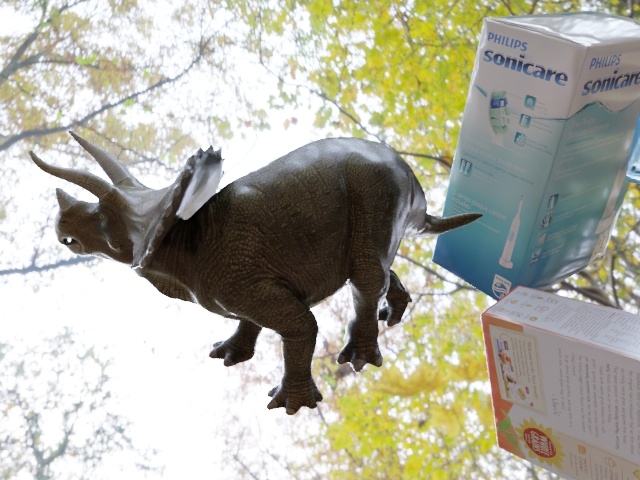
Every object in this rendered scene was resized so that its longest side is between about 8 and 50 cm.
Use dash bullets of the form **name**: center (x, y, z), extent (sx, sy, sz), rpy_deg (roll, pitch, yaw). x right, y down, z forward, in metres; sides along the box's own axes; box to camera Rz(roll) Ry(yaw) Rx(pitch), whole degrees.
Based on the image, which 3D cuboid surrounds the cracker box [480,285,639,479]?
- **cracker box**: center (0.253, 0.141, 0.530), extent (0.067, 0.232, 0.156), rpy_deg (-28, -63, -33)

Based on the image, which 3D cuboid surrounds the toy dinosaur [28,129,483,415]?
- **toy dinosaur**: center (0.000, 0.000, 0.406), extent (0.313, 0.121, 0.161), rpy_deg (-12, -68, -20)

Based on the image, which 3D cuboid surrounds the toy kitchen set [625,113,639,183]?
- **toy kitchen set**: center (0.203, -0.141, 0.411), extent (0.165, 0.122, 0.207), rpy_deg (8, -81, 0)

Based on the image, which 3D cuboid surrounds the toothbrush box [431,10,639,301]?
- **toothbrush box**: center (0.266, -0.100, 0.739), extent (0.216, 0.126, 0.296), rpy_deg (-19, -51, -36)
